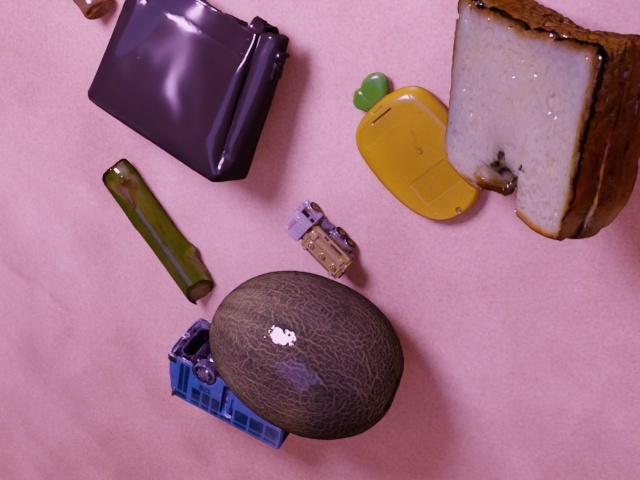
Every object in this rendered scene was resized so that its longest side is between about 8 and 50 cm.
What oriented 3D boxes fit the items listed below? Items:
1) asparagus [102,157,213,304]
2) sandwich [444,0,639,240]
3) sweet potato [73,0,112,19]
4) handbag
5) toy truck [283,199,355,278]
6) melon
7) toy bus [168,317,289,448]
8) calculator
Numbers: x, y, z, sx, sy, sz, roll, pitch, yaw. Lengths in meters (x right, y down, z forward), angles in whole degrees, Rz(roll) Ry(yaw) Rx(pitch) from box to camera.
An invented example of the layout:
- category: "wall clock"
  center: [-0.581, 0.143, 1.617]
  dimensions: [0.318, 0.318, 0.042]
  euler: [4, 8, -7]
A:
- category: "asparagus"
  center: [-0.274, -0.015, 1.421]
  dimensions: [0.067, 0.060, 0.277]
  euler: [-34, 95, 24]
- category: "sandwich"
  center: [0.255, -0.146, 0.985]
  dimensions: [0.273, 0.095, 0.249]
  euler: [-134, 42, -52]
- category: "sweet potato"
  center: [-0.478, -0.486, 1.284]
  dimensions: [0.385, 0.109, 0.109]
  euler: [40, 124, 5]
- category: "handbag"
  center: [-0.191, -0.250, 1.239]
  dimensions: [0.285, 0.113, 0.257]
  euler: [34, 118, 18]
- category: "toy truck"
  center: [0.000, 0.000, 1.284]
  dimensions: [0.123, 0.063, 0.052]
  euler: [45, 125, 2]
- category: "melon"
  center: [-0.025, 0.169, 1.269]
  dimensions: [0.302, 0.237, 0.237]
  euler: [23, 121, 15]
- category: "toy bus"
  center: [-0.141, 0.244, 1.434]
  dimensions: [0.234, 0.116, 0.133]
  euler: [24, 131, 14]
- category: "calculator"
  center: [0.130, -0.130, 1.175]
  dimensions: [0.146, 0.032, 0.235]
  euler: [-38, 94, 34]
